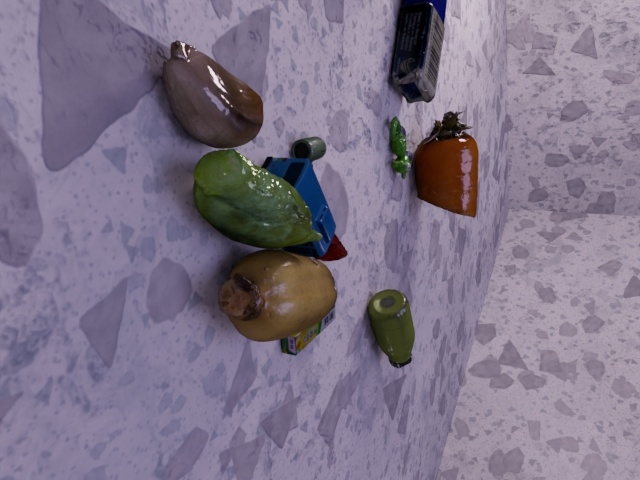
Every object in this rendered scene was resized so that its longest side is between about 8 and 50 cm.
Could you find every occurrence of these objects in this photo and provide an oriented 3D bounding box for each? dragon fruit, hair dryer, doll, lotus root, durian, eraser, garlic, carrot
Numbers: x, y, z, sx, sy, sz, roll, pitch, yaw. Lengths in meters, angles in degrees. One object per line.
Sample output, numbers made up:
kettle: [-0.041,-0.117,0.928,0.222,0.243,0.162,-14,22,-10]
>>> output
dragon fruit: [-0.003,0.002,1.079,0.097,0.063,0.131,58,10,13]
hair dryer: [-0.024,-0.124,1.019,0.071,0.047,0.150,-30,127,-59]
doll: [0.218,-0.255,1.457,0.115,0.050,0.190,-65,146,-46]
lotus root: [-0.069,0.088,0.872,0.303,0.131,0.146,4,69,-63]
durian: [-0.100,-0.048,0.775,0.250,0.139,0.101,48,59,-55]
eraser: [0.274,-0.557,1.450,0.155,0.102,0.332,21,75,-61]
garlic: [-0.146,-0.182,0.723,0.195,0.087,0.101,21,63,-59]
carrot: [0.389,-0.239,1.644,0.193,0.214,0.331,-61,152,-70]

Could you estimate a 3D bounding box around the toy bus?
toy bus: [-0.041,-0.052,0.925,0.184,0.106,0.090,65,38,-46]

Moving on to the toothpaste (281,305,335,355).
toothpaste: [-0.022,0.176,1.084,0.178,0.037,0.043,-31,121,-57]

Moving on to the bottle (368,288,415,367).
bottle: [0.207,0.257,1.469,0.112,0.112,0.260,-60,145,-39]
